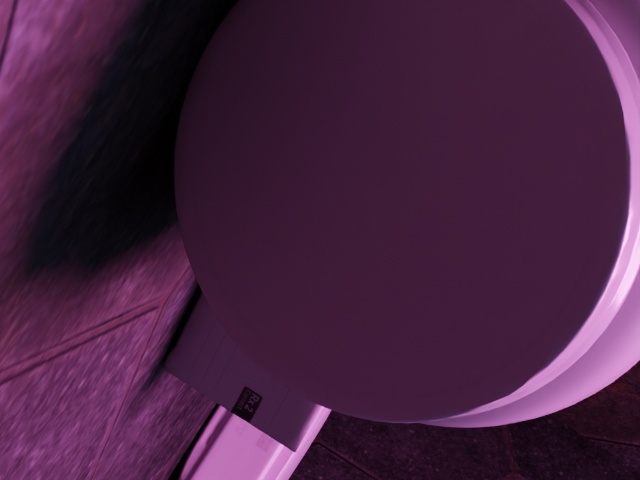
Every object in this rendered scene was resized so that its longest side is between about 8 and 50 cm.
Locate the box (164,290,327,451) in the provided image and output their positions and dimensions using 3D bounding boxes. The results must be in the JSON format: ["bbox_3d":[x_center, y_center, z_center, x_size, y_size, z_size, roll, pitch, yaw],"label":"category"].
[{"bbox_3d":[0.000,0.021,0.943,0.181,0.119,0.182,-62,173,33],"label":"box"}]

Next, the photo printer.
[{"bbox_3d":[-0.060,0.220,1.550,0.256,0.107,0.307,-57,174,-11],"label":"photo printer"}]

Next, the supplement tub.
[{"bbox_3d":[0.097,-0.037,0.669,0.241,0.241,0.331,-60,160,17],"label":"supplement tub"}]
